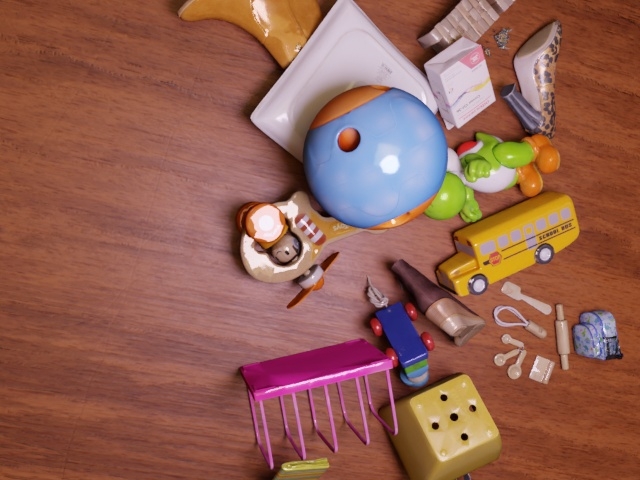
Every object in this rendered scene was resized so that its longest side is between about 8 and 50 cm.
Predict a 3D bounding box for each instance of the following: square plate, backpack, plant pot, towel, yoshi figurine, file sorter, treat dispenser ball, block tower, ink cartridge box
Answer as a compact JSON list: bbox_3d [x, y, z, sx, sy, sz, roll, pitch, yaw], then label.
[{"bbox_3d":[0.079,-0.291,1.634,0.347,0.049,0.344,39,85,-25],"label":"square plate"},{"bbox_3d":[0.662,0.227,1.797,0.084,0.105,0.114,-4,90,-14],"label":"backpack"},{"bbox_3d":[0.272,0.404,1.628,0.212,0.187,0.212,-22,68,-11],"label":"plant pot"},{"bbox_3d":[-0.067,0.514,1.581,0.102,0.237,0.021,3,53,-21],"label":"towel"},{"bbox_3d":[0.345,-0.127,1.664,0.362,0.203,0.203,-7,104,-13],"label":"yoshi figurine"},{"bbox_3d":[-0.002,0.347,1.597,0.291,0.202,0.182,-11,97,-13],"label":"file sorter"},{"bbox_3d":[0.108,-0.164,1.486,0.288,0.288,0.288,0,92,-13],"label":"treat dispenser ball"},{"bbox_3d":[0.376,-0.546,1.712,0.335,0.091,0.097,-45,100,-8],"label":"block tower"},{"bbox_3d":[0.318,-0.336,1.667,0.115,0.067,0.198,-37,135,-6],"label":"ink cartridge box"}]

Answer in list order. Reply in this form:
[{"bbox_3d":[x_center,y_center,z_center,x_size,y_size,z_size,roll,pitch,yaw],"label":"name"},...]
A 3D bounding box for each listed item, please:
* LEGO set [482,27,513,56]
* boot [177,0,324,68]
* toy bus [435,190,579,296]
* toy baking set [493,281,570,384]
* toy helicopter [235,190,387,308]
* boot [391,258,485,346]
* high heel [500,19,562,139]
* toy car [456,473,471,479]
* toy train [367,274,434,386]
[{"bbox_3d":[0.418,-0.469,1.763,0.083,0.023,0.054,-23,95,2],"label":"LEGO set"},{"bbox_3d":[-0.131,-0.458,1.589,0.295,0.104,0.211,-28,98,-15],"label":"boot"},{"bbox_3d":[0.425,0.009,1.721,0.333,0.108,0.130,-23,108,-12],"label":"toy bus"},{"bbox_3d":[0.510,0.224,1.799,0.197,0.030,0.256,-3,92,-13],"label":"toy baking set"},{"bbox_3d":[0.000,0.000,1.620,0.355,0.140,0.235,-17,98,-14],"label":"toy helicopter"},{"bbox_3d":[0.268,0.134,1.693,0.090,0.248,0.207,-44,65,9],"label":"boot"},{"bbox_3d":[0.538,-0.376,1.775,0.186,0.093,0.261,41,74,-29],"label":"high heel"},{"bbox_3d":[0.366,0.606,1.725,0.149,0.155,0.188,-25,85,-11],"label":"toy car"},{"bbox_3d":[0.170,0.203,1.680,0.105,0.248,0.143,-23,137,-3],"label":"toy train"}]
